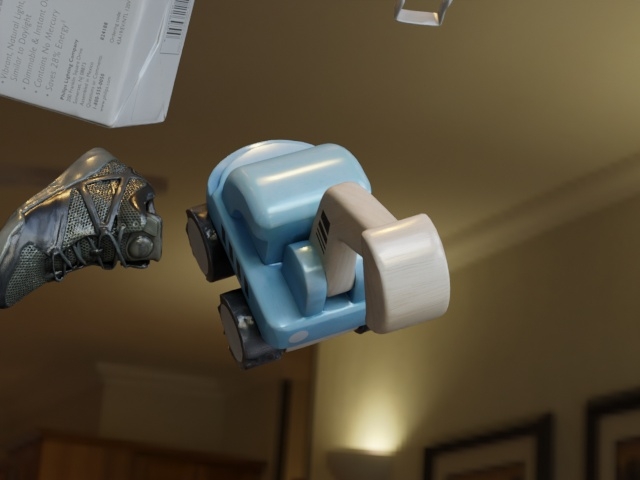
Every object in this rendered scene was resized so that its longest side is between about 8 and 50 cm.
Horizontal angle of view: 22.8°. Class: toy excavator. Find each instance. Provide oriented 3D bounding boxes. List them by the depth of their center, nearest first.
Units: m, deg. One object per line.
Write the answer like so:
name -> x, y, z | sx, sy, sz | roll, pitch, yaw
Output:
toy excavator -> 0.000, 0.000, 1.934 | 0.222, 0.433, 0.445 | -16, -31, -15

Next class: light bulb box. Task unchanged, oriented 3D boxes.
light bulb box -> -0.356, -0.361, 2.032 | 0.361, 0.358, 0.225 | 17, 8, 10

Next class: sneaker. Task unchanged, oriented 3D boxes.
sneaker -> -0.252, 0.003, 1.665 | 0.130, 0.227, 0.087 | 28, -39, 20

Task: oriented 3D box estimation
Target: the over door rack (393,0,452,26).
over door rack -> 0.200, -0.410, 1.734 | 0.108, 0.239, 0.324 | 21, -44, -24
